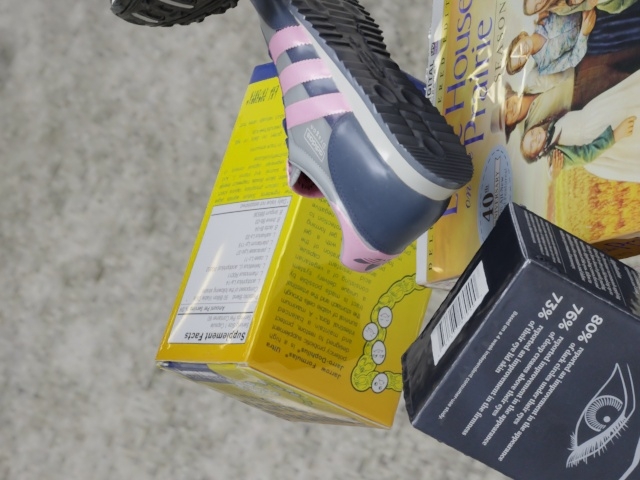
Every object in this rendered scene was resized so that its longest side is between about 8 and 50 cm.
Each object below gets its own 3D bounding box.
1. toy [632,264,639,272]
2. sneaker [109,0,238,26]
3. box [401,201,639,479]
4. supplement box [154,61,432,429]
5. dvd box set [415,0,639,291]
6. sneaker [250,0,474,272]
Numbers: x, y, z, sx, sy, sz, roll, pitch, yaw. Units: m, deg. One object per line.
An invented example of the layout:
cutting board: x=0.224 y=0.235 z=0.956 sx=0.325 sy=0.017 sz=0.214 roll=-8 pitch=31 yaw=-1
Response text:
toy: x=0.281 y=0.092 z=1.499 sx=0.056 sy=0.237 sz=0.136 roll=28 pitch=128 yaw=49
sneaker: x=-0.071 y=-0.269 z=1.266 sx=0.271 sy=0.100 sz=0.108 roll=-51 pitch=49 yaw=26
box: x=0.185 y=0.096 z=1.212 sx=0.153 sy=0.207 sz=0.108 roll=-56 pitch=14 yaw=20
supplement box: x=0.000 y=0.000 z=1.802 sx=0.194 sy=0.195 sz=0.356 roll=-4 pitch=64 yaw=56
dvd box set: x=0.203 y=-0.132 z=1.345 sx=0.420 sy=0.062 sz=0.307 roll=163 pitch=114 yaw=-65
sneaker: x=-0.003 y=-0.111 z=1.367 sx=0.131 sy=0.112 sz=0.319 roll=-54 pitch=44 yaw=27
